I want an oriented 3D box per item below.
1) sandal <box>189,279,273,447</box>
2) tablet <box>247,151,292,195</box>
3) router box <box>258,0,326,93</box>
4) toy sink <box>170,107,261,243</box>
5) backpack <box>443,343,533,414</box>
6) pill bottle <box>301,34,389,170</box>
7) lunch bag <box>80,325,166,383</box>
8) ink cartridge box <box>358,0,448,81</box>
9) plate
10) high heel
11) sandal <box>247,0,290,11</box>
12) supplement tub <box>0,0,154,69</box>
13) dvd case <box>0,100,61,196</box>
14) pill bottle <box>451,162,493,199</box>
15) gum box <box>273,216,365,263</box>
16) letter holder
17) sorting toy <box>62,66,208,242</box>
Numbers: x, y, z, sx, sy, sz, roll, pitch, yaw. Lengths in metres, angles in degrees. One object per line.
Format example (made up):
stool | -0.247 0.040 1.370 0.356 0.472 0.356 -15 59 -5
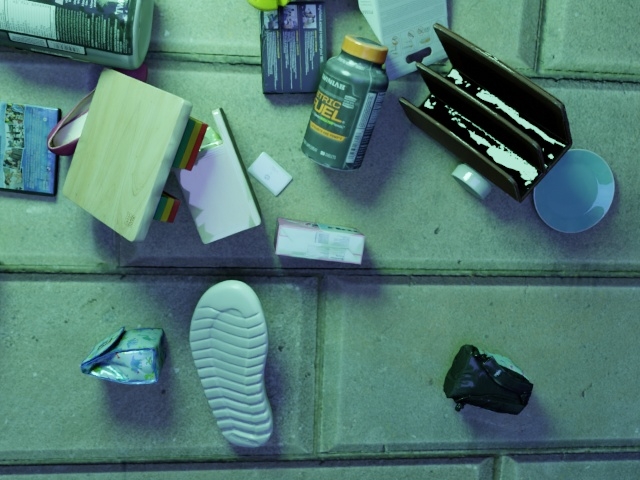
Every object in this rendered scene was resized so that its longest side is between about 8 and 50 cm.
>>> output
sandal | -0.183 0.262 1.395 0.170 0.102 0.415 3 114 8
tablet | -0.107 -0.141 1.365 0.083 0.006 0.054 42 94 -12
router box | -0.055 -0.387 1.301 0.133 0.046 0.178 -2 102 -6
toy sink | -0.217 -0.131 1.281 0.131 0.153 0.234 -20 103 -2
backpack | 0.384 0.314 1.454 0.182 0.115 0.151 19 110 -11
pill bottle | 0.054 -0.271 1.264 0.131 0.130 0.245 14 115 -9
lunch bag | -0.407 0.238 1.343 0.151 0.129 0.096 -4 100 -4
ink cartridge box | 0.168 -0.459 1.283 0.189 0.066 0.232 -28 126 -26
plate | 0.560 -0.110 1.436 0.188 0.024 0.188 -1 102 -7
high heel | -0.432 -0.260 1.248 0.244 0.117 0.082 -40 101 3
sandal | -0.030 -0.529 1.237 0.318 0.138 0.126 -20 120 -23
supplement tub | -0.476 -0.432 1.171 0.316 0.193 0.193 10 100 -8
dvd case | -0.654 -0.190 1.287 0.253 0.022 0.180 6 101 -8
pill bottle | 0.376 -0.191 1.352 0.118 0.117 0.208 39 95 -12
gum box | 0.000 0.000 1.352 0.189 0.107 0.062 7 100 -8
letter holder | 0.297 -0.243 1.212 0.302 0.214 0.152 43 95 26
sorting toy | -0.335 -0.156 1.181 0.089 0.256 0.257 11 103 -53
